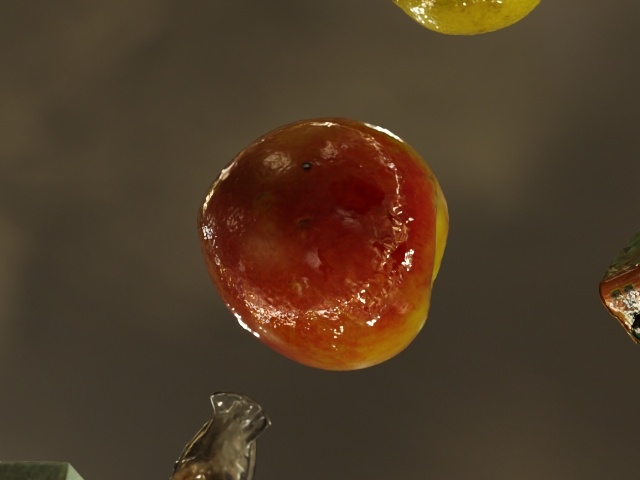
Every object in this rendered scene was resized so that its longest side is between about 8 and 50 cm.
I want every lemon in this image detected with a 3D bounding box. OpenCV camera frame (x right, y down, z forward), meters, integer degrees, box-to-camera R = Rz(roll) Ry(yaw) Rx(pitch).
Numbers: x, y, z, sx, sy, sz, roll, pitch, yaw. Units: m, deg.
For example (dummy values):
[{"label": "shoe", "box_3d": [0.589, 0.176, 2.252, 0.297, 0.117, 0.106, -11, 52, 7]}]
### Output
[{"label": "lemon", "box_3d": [0.252, -0.484, 1.492, 0.322, 0.268, 0.268, -1, -121, 18]}]

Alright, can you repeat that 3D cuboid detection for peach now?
[{"label": "peach", "box_3d": [0.000, 0.000, 1.307, 0.388, 0.388, 0.388, -24, -133, 29]}]

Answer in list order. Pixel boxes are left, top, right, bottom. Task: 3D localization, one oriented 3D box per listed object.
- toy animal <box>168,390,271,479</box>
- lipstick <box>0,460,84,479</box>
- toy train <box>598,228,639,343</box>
[{"label": "toy animal", "box_3d": [-0.164, 0.350, 1.231, 0.122, 0.185, 0.298, 23, -94, 14]}, {"label": "lipstick", "box_3d": [-0.121, 0.249, 0.527, 0.080, 0.371, 0.076, -4, -131, 9]}, {"label": "toy train", "box_3d": [0.397, 0.040, 1.006, 0.188, 0.099, 0.072, -37, -176, -38]}]
